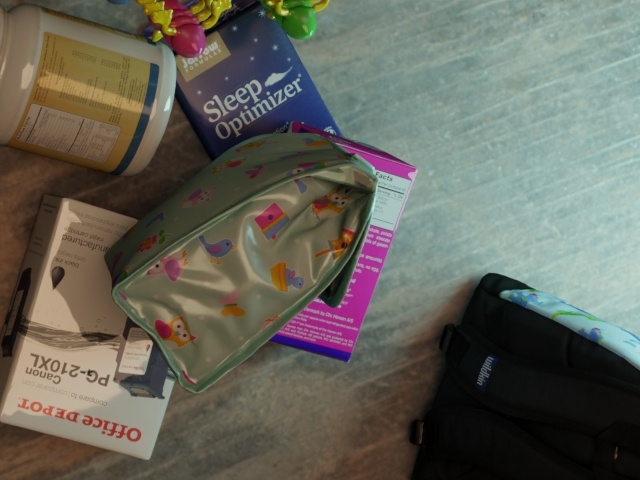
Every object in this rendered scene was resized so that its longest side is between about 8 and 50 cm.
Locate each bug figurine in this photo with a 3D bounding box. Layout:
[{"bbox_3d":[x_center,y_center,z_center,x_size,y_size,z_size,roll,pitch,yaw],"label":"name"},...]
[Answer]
[{"bbox_3d":[-0.109,-0.258,1.962,0.279,0.216,0.072,-11,129,-21],"label":"bug figurine"}]

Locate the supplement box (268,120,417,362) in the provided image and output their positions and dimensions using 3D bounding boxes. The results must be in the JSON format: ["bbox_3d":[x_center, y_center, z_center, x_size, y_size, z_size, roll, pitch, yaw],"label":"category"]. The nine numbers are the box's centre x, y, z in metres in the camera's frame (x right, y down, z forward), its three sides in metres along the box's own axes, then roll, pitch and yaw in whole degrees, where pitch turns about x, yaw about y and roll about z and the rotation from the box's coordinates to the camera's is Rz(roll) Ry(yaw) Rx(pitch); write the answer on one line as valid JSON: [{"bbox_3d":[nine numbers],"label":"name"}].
[{"bbox_3d":[0.000,0.000,2.039,0.114,0.111,0.220,17,96,-29],"label":"supplement box"}]

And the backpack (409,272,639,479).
[{"bbox_3d":[0.290,0.212,2.057,0.273,0.355,0.290,19,87,-22],"label":"backpack"}]

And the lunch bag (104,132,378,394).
[{"bbox_3d":[-0.065,0.002,1.850,0.262,0.223,0.160,-38,103,-2],"label":"lunch bag"}]

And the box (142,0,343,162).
[{"bbox_3d":[-0.080,-0.158,2.060,0.136,0.036,0.225,-34,104,-15],"label":"box"}]

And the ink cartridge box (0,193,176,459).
[{"bbox_3d":[-0.230,0.090,1.989,0.172,0.100,0.237,17,88,-20],"label":"ink cartridge box"}]

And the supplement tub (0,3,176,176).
[{"bbox_3d":[-0.259,-0.153,1.935,0.199,0.144,0.144,15,89,-20],"label":"supplement tub"}]
